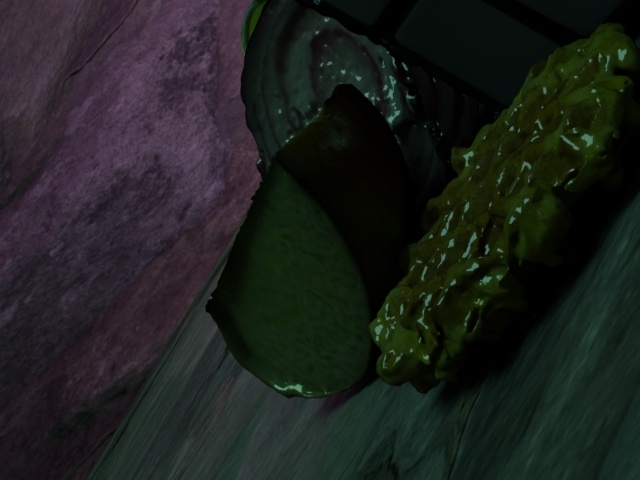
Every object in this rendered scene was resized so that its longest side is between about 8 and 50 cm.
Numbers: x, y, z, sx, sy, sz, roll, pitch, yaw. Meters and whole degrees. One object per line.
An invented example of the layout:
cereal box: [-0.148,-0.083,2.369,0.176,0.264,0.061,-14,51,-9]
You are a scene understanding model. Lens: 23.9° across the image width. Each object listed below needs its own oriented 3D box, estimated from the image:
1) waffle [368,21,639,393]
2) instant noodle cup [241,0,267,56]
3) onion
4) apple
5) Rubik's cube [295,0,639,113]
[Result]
waffle: [0.135,-0.022,1.125,0.325,0.068,0.302,-56,8,31]
instant noodle cup: [0.070,-0.234,1.711,0.200,0.264,0.264,-40,18,37]
onion: [0.044,-0.133,1.556,0.146,0.314,0.280,-19,-15,-38]
apple: [0.000,0.000,1.368,0.346,0.179,0.254,114,146,-58]
Rubik's cube: [0.153,-0.343,1.254,0.318,0.316,0.313,-64,5,-23]
